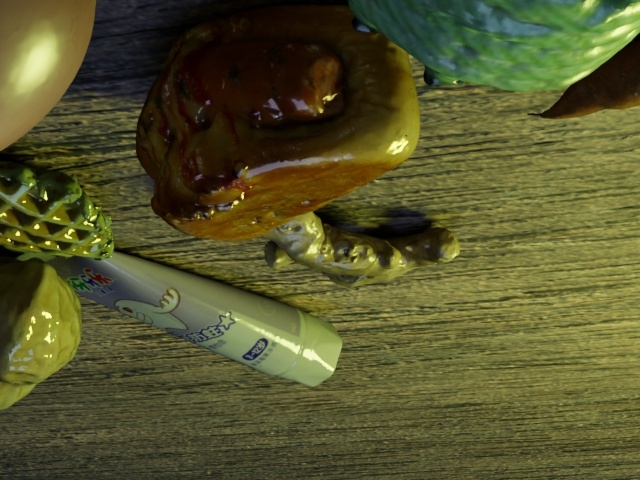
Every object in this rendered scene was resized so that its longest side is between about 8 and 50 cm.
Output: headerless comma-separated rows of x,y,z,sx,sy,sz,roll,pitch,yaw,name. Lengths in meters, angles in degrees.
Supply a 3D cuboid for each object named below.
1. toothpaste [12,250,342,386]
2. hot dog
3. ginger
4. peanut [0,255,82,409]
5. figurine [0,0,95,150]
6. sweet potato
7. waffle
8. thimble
-0.145,0.065,1.763,0.371,0.080,0.125,24,155,-31,toothpaste
-0.053,-0.084,1.247,0.153,0.150,0.256,5,161,-36,hot dog
-0.005,0.005,1.592,0.258,0.065,0.149,8,160,-24,ginger
-0.326,0.093,1.685,0.152,0.152,0.313,11,165,-25,peanut
-0.237,-0.138,0.964,0.211,0.261,0.270,-23,120,14,figurine
0.230,-0.123,1.263,0.056,0.056,0.195,16,159,-35,sweet potato
-0.292,-0.029,1.520,0.207,0.054,0.214,3,162,1,waffle
0.106,-0.192,0.875,0.219,0.219,0.150,7,160,-15,thimble
